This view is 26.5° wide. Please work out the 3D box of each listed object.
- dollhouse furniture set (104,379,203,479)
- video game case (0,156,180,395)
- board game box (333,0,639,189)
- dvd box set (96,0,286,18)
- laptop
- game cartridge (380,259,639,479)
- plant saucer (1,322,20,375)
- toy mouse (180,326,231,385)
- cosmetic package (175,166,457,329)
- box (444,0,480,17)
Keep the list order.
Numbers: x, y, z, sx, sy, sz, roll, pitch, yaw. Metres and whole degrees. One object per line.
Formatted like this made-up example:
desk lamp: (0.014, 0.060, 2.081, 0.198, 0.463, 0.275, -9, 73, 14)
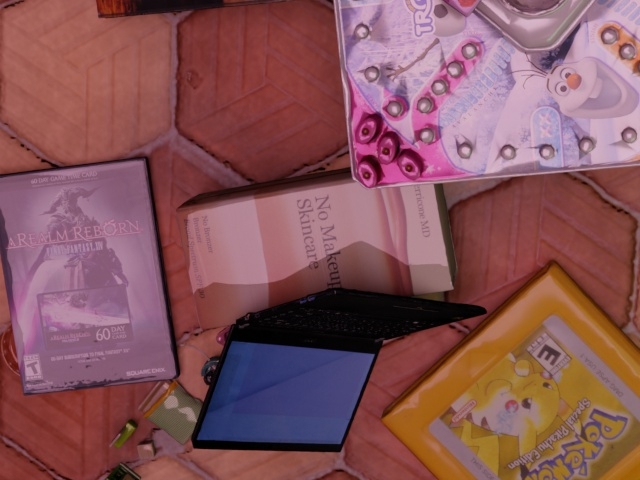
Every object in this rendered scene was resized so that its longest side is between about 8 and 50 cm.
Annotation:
dollhouse furniture set: (-0.211, 0.248, 1.675, 0.076, 0.058, 0.152, 39, 103, -1)
video game case: (-0.287, 0.045, 1.655, 0.196, 0.026, 0.274, -7, 99, 5)
board game box: (0.202, -0.253, 1.286, 0.389, 0.050, 0.390, -5, 101, 8)
dvd box set: (-0.128, -0.465, 1.484, 0.307, 0.062, 0.421, 0, 102, 25)
laptop: (0.019, 0.153, 1.523, 0.264, 0.234, 0.137, -19, 69, 45)
game cartridge: (0.282, 0.233, 1.610, 0.285, 0.053, 0.324, -44, 92, 13)
plant saucer: (-0.357, 0.133, 1.696, 0.083, 0.013, 0.084, 1, 102, 7)
toy mouse: (-0.099, 0.140, 1.644, 0.143, 0.031, 0.161, 14, 118, 1)
cosmetic package: (0.000, 0.000, 1.563, 0.296, 0.129, 0.153, -11, 98, 9)
box: (0.141, -0.377, 1.213, 0.201, 0.057, 0.293, 36, 103, -1)
